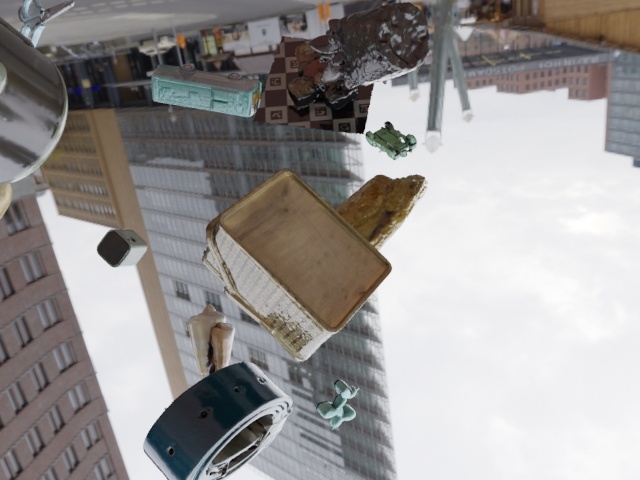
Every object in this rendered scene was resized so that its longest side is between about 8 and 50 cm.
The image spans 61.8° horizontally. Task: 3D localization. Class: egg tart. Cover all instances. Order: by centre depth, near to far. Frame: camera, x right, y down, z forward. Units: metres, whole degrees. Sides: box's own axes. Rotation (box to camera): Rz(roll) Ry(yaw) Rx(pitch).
[{"bbox_3d":[0.129,-0.060,1.525,0.339,0.153,0.351,-48,-172,-33],"label":"egg tart"}]

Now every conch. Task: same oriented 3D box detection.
[{"bbox_3d":[-0.318,0.318,1.629,0.158,0.254,0.127,1,-168,35],"label":"conch"}]

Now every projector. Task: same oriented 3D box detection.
[{"bbox_3d":[-0.521,0.020,1.407,0.083,0.083,0.082,41,-171,9],"label":"projector"}]

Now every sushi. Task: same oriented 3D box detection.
[{"bbox_3d":[-0.002,-0.472,1.531,0.320,0.068,0.339,10,-115,8],"label":"sushi"}]

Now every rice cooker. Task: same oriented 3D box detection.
[{"bbox_3d":[-0.691,-0.289,0.992,0.336,0.334,0.325,-2,166,15],"label":"rice cooker"}]

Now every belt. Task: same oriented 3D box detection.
[{"bbox_3d":[-0.231,0.459,1.321,0.173,0.300,0.436,40,-175,17],"label":"belt"}]

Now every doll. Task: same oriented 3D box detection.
[{"bbox_3d":[0.061,0.519,1.670,0.059,0.159,0.159,34,-179,43],"label":"doll"}]

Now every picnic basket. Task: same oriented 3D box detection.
[{"bbox_3d":[-0.056,0.044,1.055,0.228,0.313,0.175,-42,174,-38],"label":"picnic basket"}]

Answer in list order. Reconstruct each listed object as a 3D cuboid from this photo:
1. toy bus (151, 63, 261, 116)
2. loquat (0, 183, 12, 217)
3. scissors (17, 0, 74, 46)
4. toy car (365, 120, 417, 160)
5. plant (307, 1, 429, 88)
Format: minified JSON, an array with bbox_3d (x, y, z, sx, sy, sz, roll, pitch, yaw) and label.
[{"bbox_3d":[-0.282,-0.371,1.329,0.262,0.091,0.109,8,-144,-2],"label":"toy bus"},{"bbox_3d":[-0.831,-0.112,1.251,0.214,0.213,0.246,-9,-177,-2],"label":"loquat"},{"bbox_3d":[-0.824,-0.671,1.593,0.360,0.191,0.029,4,180,41],"label":"scissors"},{"bbox_3d":[0.165,-0.228,1.245,0.073,0.054,0.143,-31,-143,-8],"label":"toy car"},{"bbox_3d":[0.107,-0.465,1.302,0.194,0.181,0.321,-17,-166,-24],"label":"plant"}]
